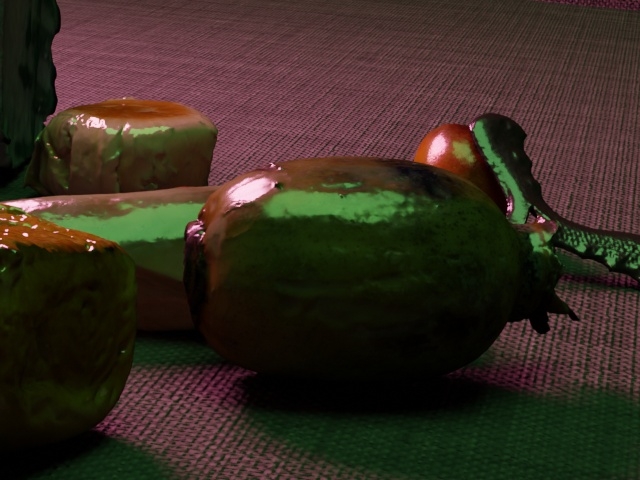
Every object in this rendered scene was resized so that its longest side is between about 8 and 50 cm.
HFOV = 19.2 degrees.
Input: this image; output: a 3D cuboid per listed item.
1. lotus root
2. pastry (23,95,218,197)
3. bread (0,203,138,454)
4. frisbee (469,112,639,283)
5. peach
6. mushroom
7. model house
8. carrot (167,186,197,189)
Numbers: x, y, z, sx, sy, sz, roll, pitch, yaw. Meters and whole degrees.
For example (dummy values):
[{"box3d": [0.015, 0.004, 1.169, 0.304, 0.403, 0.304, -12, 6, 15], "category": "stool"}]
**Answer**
[{"box3d": [0.049, 0.018, 1.192, 0.278, 0.154, 0.154, 3, 14, -14], "category": "lotus root"}, {"box3d": [-0.165, -0.071, 1.603, 0.166, 0.088, 0.166, 4, 12, -1], "category": "pastry"}, {"box3d": [-0.260, 0.033, 1.077, 0.294, 0.132, 0.167, 10, 15, 25], "category": "bread"}, {"box3d": [0.163, -0.006, 1.471, 0.211, 0.012, 0.187, 39, 50, 18], "category": "frisbee"}, {"box3d": [0.120, -0.046, 1.559, 0.101, 0.100, 0.100, 4, 14, -1], "category": "peach"}, {"box3d": [-0.084, 0.012, 1.285, 0.333, 0.087, 0.107, -5, 52, -17], "category": "mushroom"}, {"box3d": [-0.418, -0.193, 1.709, 0.329, 0.251, 0.295, -1, 9, 0], "category": "model house"}, {"box3d": [0.000, 0.000, 1.423, 0.298, 0.078, 0.078, 1, 14, -29], "category": "carrot"}]
